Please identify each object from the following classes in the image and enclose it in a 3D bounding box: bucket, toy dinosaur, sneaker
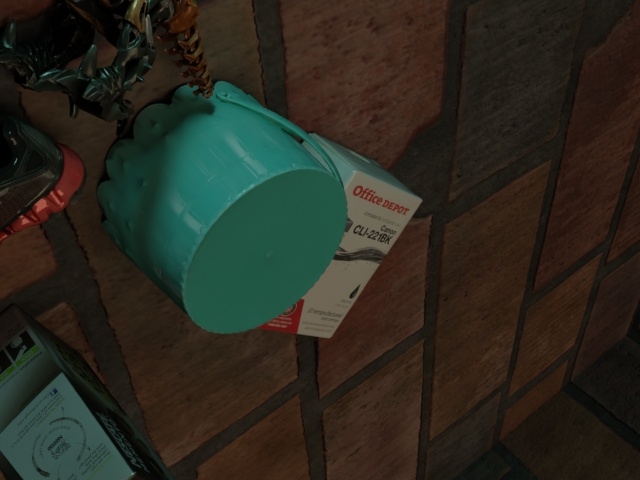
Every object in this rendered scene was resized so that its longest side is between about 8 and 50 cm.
[{"bbox_3d":[-0.112,-0.034,1.014,0.281,0.183,0.281,-30,143,-25],"label":"bucket"},{"bbox_3d":[-0.193,-0.226,0.780,0.322,0.164,0.218,35,78,-35],"label":"toy dinosaur"},{"bbox_3d":[-0.370,-0.022,0.816,0.276,0.098,0.135,-44,146,-11],"label":"sneaker"}]

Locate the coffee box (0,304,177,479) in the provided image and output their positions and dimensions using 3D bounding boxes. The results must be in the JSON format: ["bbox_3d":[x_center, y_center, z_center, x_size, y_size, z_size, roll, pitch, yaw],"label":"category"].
[{"bbox_3d":[-0.296,0.234,0.969,0.119,0.297,0.168,-43,145,-10],"label":"coffee box"}]

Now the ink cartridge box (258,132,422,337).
[{"bbox_3d":[0.000,0.000,1.234,0.197,0.114,0.272,16,109,-53],"label":"ink cartridge box"}]
